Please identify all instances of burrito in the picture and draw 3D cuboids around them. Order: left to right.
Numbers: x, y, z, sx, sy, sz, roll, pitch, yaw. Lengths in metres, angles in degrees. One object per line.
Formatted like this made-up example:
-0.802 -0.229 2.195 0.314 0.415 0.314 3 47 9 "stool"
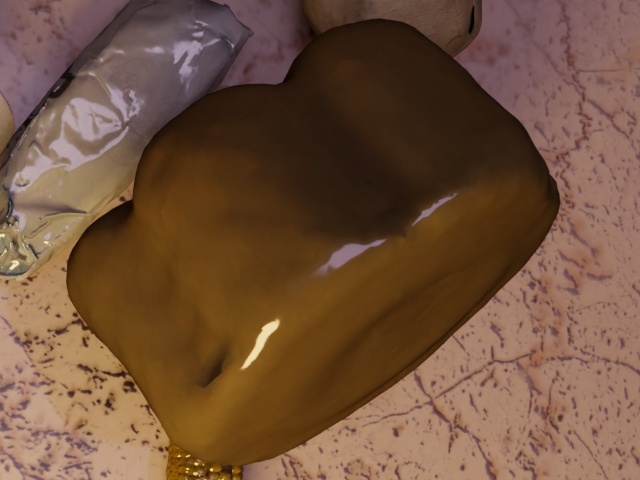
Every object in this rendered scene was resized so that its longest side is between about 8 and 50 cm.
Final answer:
-0.251 -0.115 1.355 0.139 0.101 0.445 44 71 -15 "burrito"

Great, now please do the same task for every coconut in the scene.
0.095 -0.297 1.460 0.224 0.224 0.224 3 83 -20 "coconut"

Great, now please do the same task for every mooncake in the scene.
0.000 0.000 1.198 0.467 0.467 0.262 -29 71 -21 "mooncake"

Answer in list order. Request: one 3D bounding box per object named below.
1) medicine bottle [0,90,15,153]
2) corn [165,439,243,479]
-0.467 -0.043 1.181 0.256 0.256 0.325 36 65 -13 "medicine bottle"
-0.130 0.268 1.359 0.097 0.097 0.320 8 79 -20 "corn"
